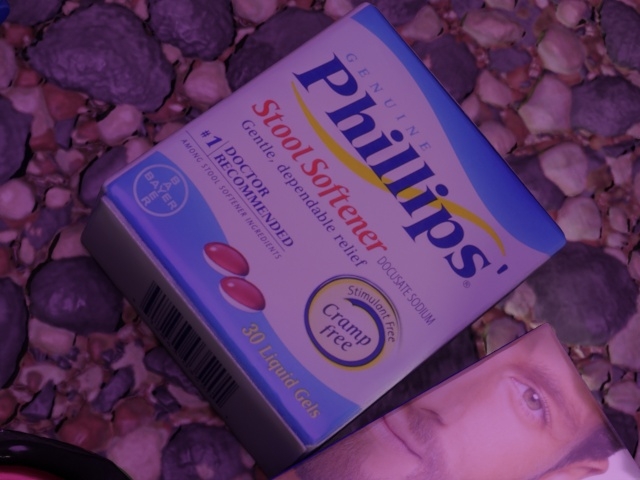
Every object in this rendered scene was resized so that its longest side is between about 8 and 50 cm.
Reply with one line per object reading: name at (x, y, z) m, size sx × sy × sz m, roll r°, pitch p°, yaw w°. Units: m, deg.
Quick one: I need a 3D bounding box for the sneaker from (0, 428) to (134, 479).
sneaker at (-0.355, 0.199, 1.251) m, size 0.483 × 0.202 × 0.185 m, roll -6°, pitch 73°, yaw -17°

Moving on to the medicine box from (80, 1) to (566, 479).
medicine box at (0.000, 0.000, 1.443) m, size 0.289 × 0.149 × 0.263 m, roll -37°, pitch 85°, yaw -22°

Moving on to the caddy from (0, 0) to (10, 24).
caddy at (-0.364, -0.203, 1.350) m, size 0.179 × 0.241 × 0.341 m, roll 48°, pitch 47°, yaw -3°

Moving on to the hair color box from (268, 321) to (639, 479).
hair color box at (0.075, 0.229, 1.365) m, size 0.339 × 0.110 × 0.185 m, roll -29°, pitch 77°, yaw -9°
